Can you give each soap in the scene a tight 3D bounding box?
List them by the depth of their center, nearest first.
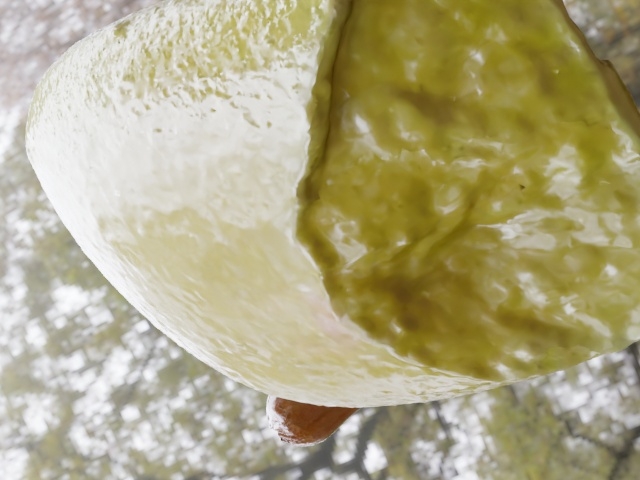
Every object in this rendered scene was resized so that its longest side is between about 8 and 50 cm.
[{"bbox_3d":[-0.006,-0.017,0.853,0.306,0.427,0.115,44,-124,-23],"label":"soap"}]

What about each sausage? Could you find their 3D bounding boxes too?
[{"bbox_3d":[0.030,0.118,1.408,0.076,0.197,0.076,49,180,0],"label":"sausage"}]
